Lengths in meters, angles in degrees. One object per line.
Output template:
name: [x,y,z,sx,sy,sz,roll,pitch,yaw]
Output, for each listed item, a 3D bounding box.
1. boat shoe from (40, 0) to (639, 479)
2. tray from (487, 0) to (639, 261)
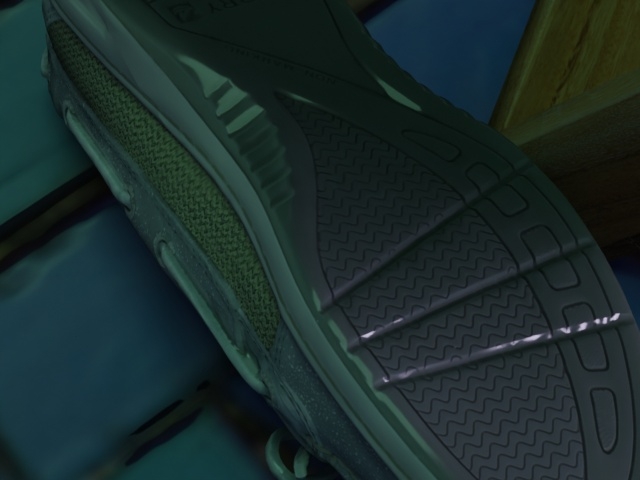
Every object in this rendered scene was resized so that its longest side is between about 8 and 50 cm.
boat shoe: [-0.003,0.000,0.574,0.118,0.103,0.320,-22,59,-35]
tray: [0.209,-0.190,0.633,0.076,0.203,0.411,38,55,-23]
